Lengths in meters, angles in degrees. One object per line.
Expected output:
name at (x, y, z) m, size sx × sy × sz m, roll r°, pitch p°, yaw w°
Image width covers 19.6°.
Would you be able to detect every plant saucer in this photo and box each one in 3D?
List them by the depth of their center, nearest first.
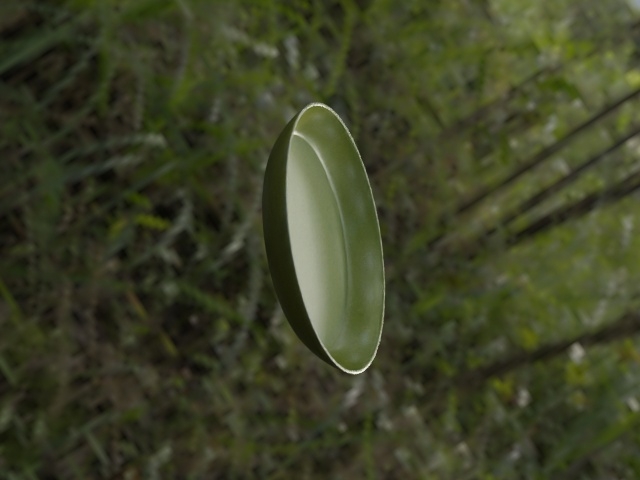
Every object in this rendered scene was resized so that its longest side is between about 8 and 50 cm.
plant saucer at (0.000, 0.000, 1.628) m, size 0.241 × 0.037 × 0.241 m, roll -9°, pitch 90°, yaw -70°
